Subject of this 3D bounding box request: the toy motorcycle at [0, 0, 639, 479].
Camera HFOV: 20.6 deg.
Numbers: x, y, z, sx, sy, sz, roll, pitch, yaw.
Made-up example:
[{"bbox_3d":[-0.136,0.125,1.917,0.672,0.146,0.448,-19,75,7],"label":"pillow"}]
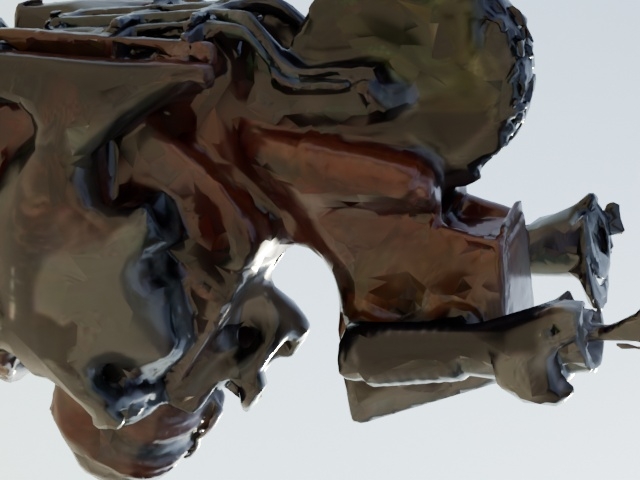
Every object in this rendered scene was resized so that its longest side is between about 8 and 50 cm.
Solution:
[{"bbox_3d":[0.000,0.000,0.640,0.134,0.401,0.207,-47,132,-65],"label":"toy motorcycle"}]
